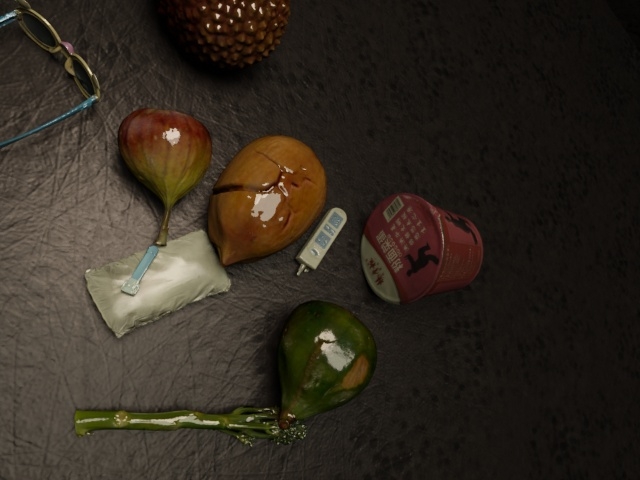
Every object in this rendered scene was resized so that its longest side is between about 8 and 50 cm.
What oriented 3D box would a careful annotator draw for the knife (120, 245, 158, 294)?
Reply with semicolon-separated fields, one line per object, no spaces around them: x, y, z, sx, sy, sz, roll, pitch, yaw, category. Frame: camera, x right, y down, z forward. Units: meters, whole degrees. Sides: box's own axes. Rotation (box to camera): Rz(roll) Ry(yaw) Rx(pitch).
-0.302;0.049;0.776;0.027;0.010;0.096;21;59;1;knife

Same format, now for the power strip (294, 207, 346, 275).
0.000;0.000;0.986;0.047;0.030;0.191;40;63;-14;power strip

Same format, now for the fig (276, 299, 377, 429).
-0.009;0.231;0.852;0.195;0.195;0.245;43;74;-13;fig

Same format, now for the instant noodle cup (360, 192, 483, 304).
0.227;0.023;1.001;0.178;0.234;0.235;5;76;-36;instant noodle cup

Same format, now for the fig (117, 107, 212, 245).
-0.278;-0.120;0.824;0.160;0.143;0.231;-3;115;-32;fig

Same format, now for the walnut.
-0.101;-0.071;0.855;0.203;0.203;0.298;37;57;-16;walnut

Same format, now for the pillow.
-0.279;0.071;0.811;0.229;0.051;0.128;-23;89;-30;pillow

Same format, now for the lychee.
-0.187;-0.460;0.871;0.267;0.267;0.268;6;76;-27;lychee

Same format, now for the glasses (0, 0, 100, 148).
-0.507;-0.261;0.774;0.220;0.088;0.190;-43;102;-8;glasses

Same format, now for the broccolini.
-0.212;0.327;0.799;0.392;0.079;0.074;8;86;-19;broccolini
